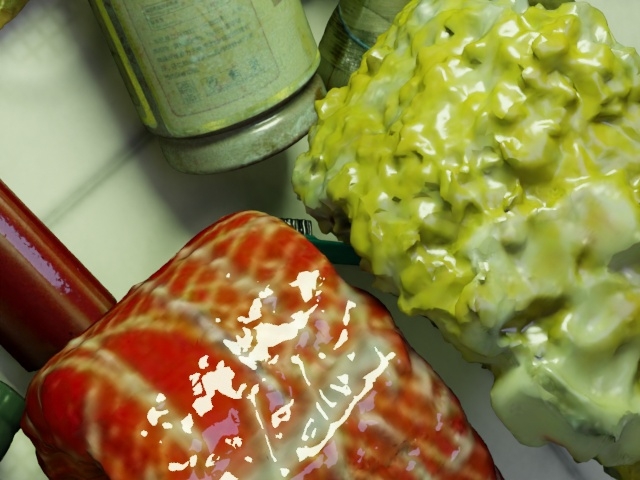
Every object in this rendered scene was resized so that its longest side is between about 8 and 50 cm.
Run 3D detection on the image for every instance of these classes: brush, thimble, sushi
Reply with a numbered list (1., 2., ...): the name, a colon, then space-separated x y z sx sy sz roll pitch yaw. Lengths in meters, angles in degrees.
1. brush: 0.000 0.000 1.411 0.193 0.043 0.032 4 68 -29
2. thimble: -0.039 0.171 1.206 0.230 0.350 0.350 -42 105 -19
3. sushi: 0.170 -0.001 1.211 0.396 0.351 0.240 41 93 -21

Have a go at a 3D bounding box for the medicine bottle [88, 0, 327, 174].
1. medicine bottle: -0.110 -0.219 1.265 0.151 0.151 0.322 -35 119 -25

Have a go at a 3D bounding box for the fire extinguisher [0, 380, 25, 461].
1. fire extinguisher: -0.319 0.226 1.189 0.311 0.114 0.095 -58 149 -17

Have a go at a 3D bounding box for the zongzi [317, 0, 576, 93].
1. zongzi: 0.135 -0.226 1.381 0.251 0.125 0.274 -12 136 -33

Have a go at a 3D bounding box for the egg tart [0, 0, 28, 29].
1. egg tart: -0.320 -0.269 1.217 0.297 0.132 0.297 1 87 -22

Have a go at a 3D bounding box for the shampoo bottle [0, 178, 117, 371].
1. shampoo bottle: -0.271 -0.019 1.237 0.260 0.102 0.064 47 38 -16
